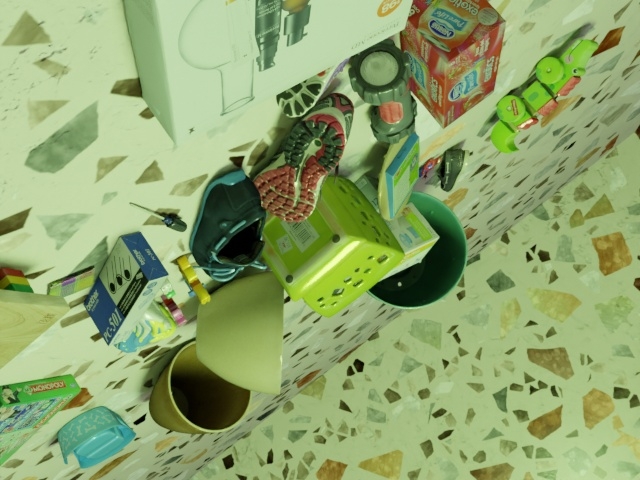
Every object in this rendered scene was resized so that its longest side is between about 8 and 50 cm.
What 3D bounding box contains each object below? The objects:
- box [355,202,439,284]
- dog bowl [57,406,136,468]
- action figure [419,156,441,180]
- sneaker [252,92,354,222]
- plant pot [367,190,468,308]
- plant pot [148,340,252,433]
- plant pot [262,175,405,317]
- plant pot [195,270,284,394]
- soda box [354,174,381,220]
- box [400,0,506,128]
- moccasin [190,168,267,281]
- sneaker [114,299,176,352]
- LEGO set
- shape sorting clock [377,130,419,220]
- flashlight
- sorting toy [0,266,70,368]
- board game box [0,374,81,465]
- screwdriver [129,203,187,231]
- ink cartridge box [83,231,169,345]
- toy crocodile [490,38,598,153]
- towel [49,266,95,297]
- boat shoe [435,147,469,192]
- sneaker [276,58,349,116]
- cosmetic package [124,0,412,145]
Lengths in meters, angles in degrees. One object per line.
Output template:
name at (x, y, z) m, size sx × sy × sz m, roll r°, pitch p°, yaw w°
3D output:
box at (0.150, 0.011, 1.737) m, size 0.203 × 0.114 × 0.103 m, roll -22°, pitch 156°, yaw -35°
dog bowl at (-0.591, 0.515, 1.999) m, size 0.166 × 0.074 × 0.297 m, roll -33°, pitch 162°, yaw -12°
action figure at (0.259, -0.173, 1.925) m, size 0.115 × 0.030 × 0.038 m, roll -40°, pitch 158°, yaw 6°
sneaker at (-0.024, -0.136, 1.343) m, size 0.299 × 0.121 × 0.112 m, roll -45°, pitch -167°, yaw 49°
plant pot at (0.206, 0.034, 1.963) m, size 0.293 × 0.293 × 0.235 m, roll -34°, pitch 177°, yaw -7°
plant pot at (-0.346, 0.408, 1.999) m, size 0.237 × 0.237 × 0.254 m, roll -20°, pitch 171°, yaw -43°
plant pot at (0.000, 0.000, 1.561) m, size 0.227 × 0.228 × 0.207 m, roll -41°, pitch 155°, yaw 14°
plant pot at (-0.183, 0.207, 1.732) m, size 0.191 × 0.284 × 0.284 m, roll 2°, pitch 155°, yaw -5°
soda box at (0.044, -0.024, 1.786) m, size 0.286 × 0.091 × 0.098 m, roll -43°, pitch 160°, yaw 18°
box at (0.221, -0.317, 1.303) m, size 0.123 × 0.128 × 0.257 m, roll -36°, pitch 163°, yaw -3°
moccasin at (-0.169, 0.007, 1.412) m, size 0.138 × 0.116 × 0.342 m, roll -30°, pitch 162°, yaw -19°
sneaker at (-0.367, 0.177, 1.521) m, size 0.126 × 0.091 × 0.240 m, roll -34°, pitch 163°, yaw -7°
LEGO set at (-0.268, 0.104, 1.514) m, size 0.087 × 0.093 × 0.227 m, roll -32°, pitch 162°, yaw -14°
shape sorting clock at (0.171, -0.145, 1.671) m, size 0.206 × 0.040 × 0.206 m, roll -49°, pitch 150°, yaw -42°
flashlight at (0.114, -0.247, 1.343) m, size 0.304 × 0.103 × 0.103 m, roll 57°, pitch 46°, yaw -76°
sorting toy at (-0.539, 0.132, 1.072) m, size 0.255 × 0.089 × 0.257 m, roll -39°, pitch 163°, yaw 9°
board game box at (-0.676, 0.400, 1.579) m, size 0.317 × 0.046 × 0.213 m, roll -42°, pitch 163°, yaw 17°
screwdriver at (-0.267, -0.037, 1.266) m, size 0.024 × 0.025 × 0.170 m, roll -39°, pitch 163°, yaw 8°
ink cartridge box at (-0.342, 0.088, 1.323) m, size 0.046 × 0.097 × 0.207 m, roll -18°, pitch 154°, yaw -46°
toy crocodile at (0.546, -0.356, 1.869) m, size 0.340 × 0.105 × 0.115 m, roll -46°, pitch 161°, yaw 27°
towel at (-0.420, 0.075, 1.287) m, size 0.083 × 0.009 × 0.060 m, roll -24°, pitch 160°, yaw -33°
boat shoe at (0.340, -0.189, 2.021) m, size 0.065 × 0.075 × 0.206 m, roll 10°, pitch 161°, yaw -2°
sneaker at (0.003, -0.254, 1.159) m, size 0.170 × 0.068 × 0.071 m, roll -44°, pitch 167°, yaw 21°
cosmetic package at (-0.042, -0.298, 0.908) m, size 0.377 × 0.097 × 0.284 m, roll -31°, pitch 165°, yaw -17°
